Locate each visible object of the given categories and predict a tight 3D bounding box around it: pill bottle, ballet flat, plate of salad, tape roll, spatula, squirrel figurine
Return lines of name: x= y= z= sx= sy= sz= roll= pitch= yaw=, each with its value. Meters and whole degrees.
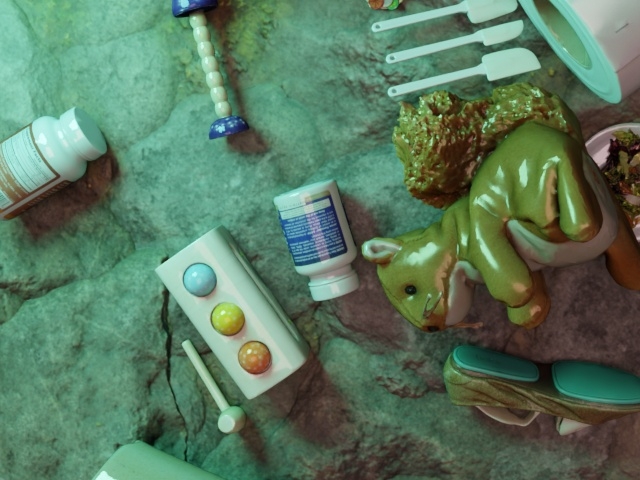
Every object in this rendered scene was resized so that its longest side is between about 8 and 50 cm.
pill bottle: x=-0.477 y=-0.133 z=1.440 sx=0.216 sy=0.121 sz=0.121 roll=-29 pitch=95 yaw=8
ballet flat: x=0.375 y=0.266 z=1.441 sx=0.342 sy=0.116 sz=0.124 roll=7 pitch=119 yaw=4
pill bottle: x=0.000 y=0.000 z=1.423 sx=0.112 sy=0.112 sz=0.187 roll=-17 pitch=96 yaw=7
plate of salad: x=0.509 y=-0.093 z=1.399 sx=0.199 sy=0.048 sz=0.200 roll=1 pitch=98 yaw=5
tape roll: x=0.392 y=-0.340 z=1.252 sx=0.100 sy=0.286 sz=0.286 roll=-37 pitch=94 yaw=9
spatula: x=0.211 y=-0.317 z=1.363 sx=0.242 sy=0.019 sz=0.168 roll=-13 pitch=73 yaw=1
squirrel figurine: x=0.250 y=-0.046 z=1.345 sx=0.370 sy=0.281 sz=0.397 roll=-27 pitch=65 yaw=27

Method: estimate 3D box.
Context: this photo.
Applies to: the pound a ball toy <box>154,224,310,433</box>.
pound a ball toy: x=-0.167 y=0.164 z=1.450 sx=0.208 sy=0.136 sz=0.319 roll=-34 pitch=94 yaw=9

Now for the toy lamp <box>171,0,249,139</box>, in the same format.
toy lamp: x=-0.187 y=-0.309 z=1.413 sx=0.080 sy=0.080 sz=0.275 roll=-12 pitch=99 yaw=7

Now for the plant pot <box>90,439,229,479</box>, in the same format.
plant pot: x=-0.248 y=0.508 z=1.440 sx=0.305 sy=0.334 sz=0.334 roll=28 pitch=100 yaw=12

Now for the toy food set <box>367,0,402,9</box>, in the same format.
toy food set: x=0.106 y=-0.420 z=1.398 sx=0.082 sy=0.020 sz=0.083 roll=-38 pitch=94 yaw=9
